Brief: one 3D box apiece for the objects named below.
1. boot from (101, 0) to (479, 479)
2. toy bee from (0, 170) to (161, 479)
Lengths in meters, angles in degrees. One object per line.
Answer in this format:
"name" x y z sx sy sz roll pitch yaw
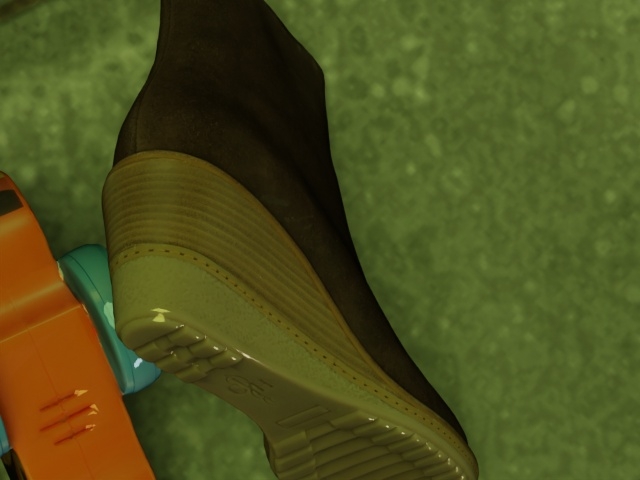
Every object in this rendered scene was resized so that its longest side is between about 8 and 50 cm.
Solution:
"boot" 0.000 0.000 0.664 0.090 0.248 0.206 -19 49 30
"toy bee" -0.137 0.030 0.661 0.195 0.162 0.298 -3 102 -25
